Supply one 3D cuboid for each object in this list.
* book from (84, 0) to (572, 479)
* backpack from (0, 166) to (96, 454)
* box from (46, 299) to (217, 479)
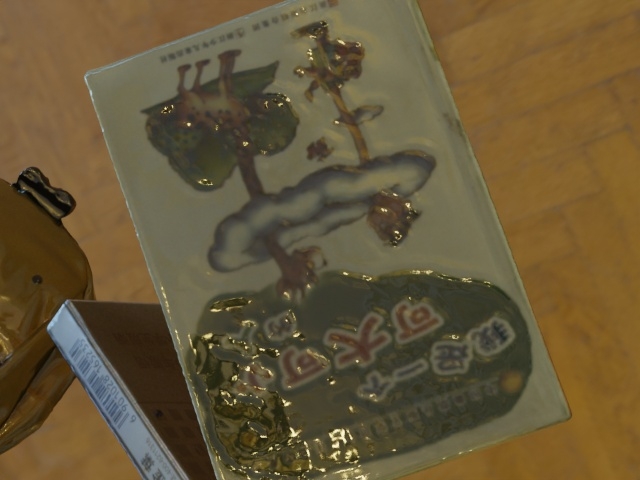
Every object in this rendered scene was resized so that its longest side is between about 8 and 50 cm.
[{"bbox_3d":[0.000,0.000,1.272,0.260,0.043,0.371,-20,77,0],"label":"book"},{"bbox_3d":[-0.428,0.075,1.885,0.353,0.378,0.201,39,151,3],"label":"backpack"},{"bbox_3d":[-0.088,0.179,1.489,0.047,0.180,0.325,-52,58,23],"label":"box"}]
